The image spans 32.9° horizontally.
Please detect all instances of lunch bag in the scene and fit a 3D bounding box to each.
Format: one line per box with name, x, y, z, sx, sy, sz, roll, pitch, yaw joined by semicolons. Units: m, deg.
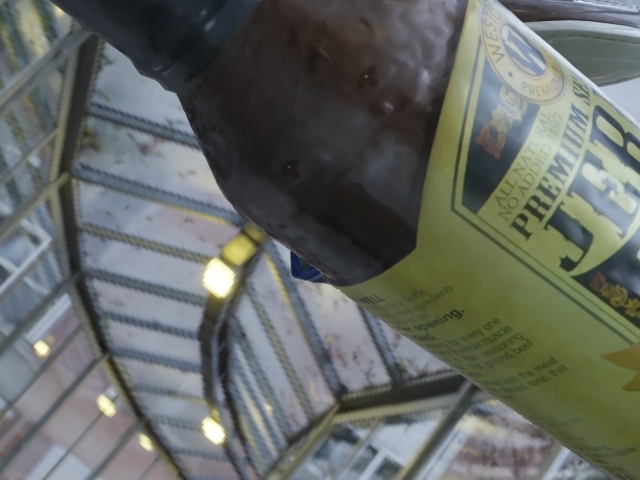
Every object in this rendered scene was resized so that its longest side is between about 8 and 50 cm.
lunch bag;0.000;0.000;1.300;0.065;0.099;0.067;14;-27;-37

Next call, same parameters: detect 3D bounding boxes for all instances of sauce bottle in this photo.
sauce bottle;0.042;-0.022;0.367;0.344;0.111;0.111;34;-17;-21

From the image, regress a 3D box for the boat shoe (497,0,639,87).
boat shoe;0.185;-0.211;1.070;0.324;0.097;0.117;-1;-24;0
